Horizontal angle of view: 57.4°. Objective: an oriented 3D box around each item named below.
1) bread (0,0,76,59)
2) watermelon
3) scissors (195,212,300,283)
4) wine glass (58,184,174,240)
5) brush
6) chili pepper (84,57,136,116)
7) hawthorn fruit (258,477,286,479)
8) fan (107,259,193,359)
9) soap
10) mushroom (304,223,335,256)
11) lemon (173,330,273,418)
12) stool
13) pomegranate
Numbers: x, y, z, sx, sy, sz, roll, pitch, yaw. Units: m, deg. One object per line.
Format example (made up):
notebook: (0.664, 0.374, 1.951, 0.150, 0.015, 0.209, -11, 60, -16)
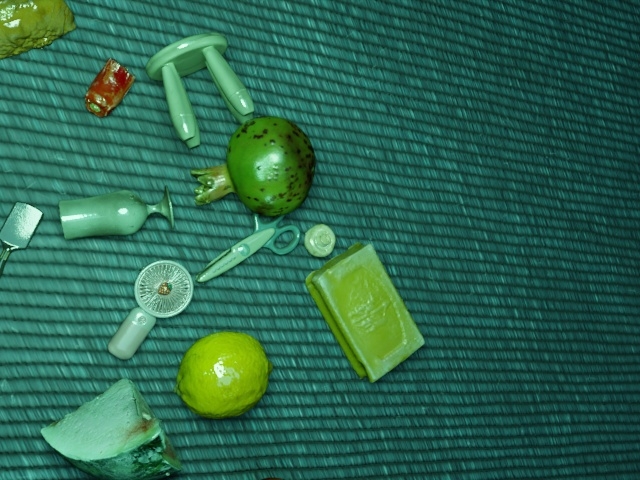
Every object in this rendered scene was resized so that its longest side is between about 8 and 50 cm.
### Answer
bread: (-0.643, -0.479, 1.216, 0.228, 0.139, 0.143, -33, 92, -20)
watermelon: (-0.392, 0.409, 1.256, 0.289, 0.319, 0.214, 38, 45, -47)
scissors: (-0.181, 0.019, 1.421, 0.289, 0.041, 0.138, -35, 105, -20)
wine glass: (-0.446, -0.059, 1.288, 0.230, 0.103, 0.103, -9, 91, -19)
brush: (-0.662, 0.011, 1.247, 0.062, 0.016, 0.194, 27, 78, -18)
chili pepper: (-0.477, -0.338, 1.307, 0.070, 0.073, 0.123, 22, 74, 24)
hawthorn fruit: (-0.143, 0.689, 1.305, 0.307, 0.265, 0.265, -33, 100, -8)
fan: (-0.387, 0.157, 1.319, 0.130, 0.074, 0.244, 36, 77, -17)
soap: (0.117, 0.182, 1.508, 0.199, 0.091, 0.315, -32, 100, -21)
mushroom: (0.000, 0.000, 1.480, 0.083, 0.067, 0.084, 3, 80, -19)
lemon: (-0.217, 0.300, 1.318, 0.230, 0.192, 0.193, -9, 91, -23)
stool: (-0.266, -0.333, 1.313, 0.195, 0.195, 0.199, -23, 93, -6)
pomegranate: (-0.151, -0.175, 1.346, 0.285, 0.231, 0.231, 3, 87, -16)
